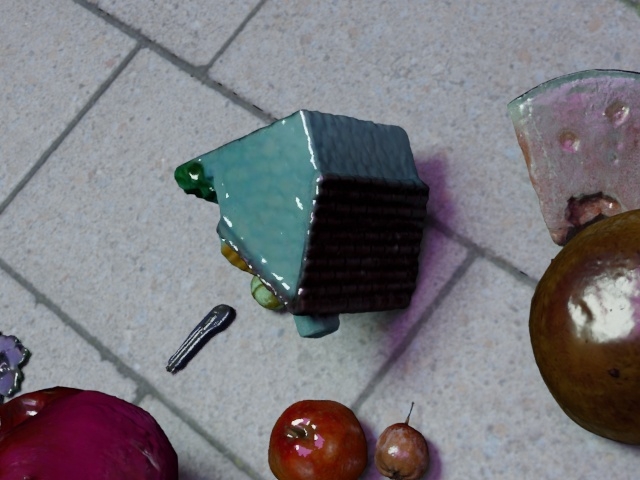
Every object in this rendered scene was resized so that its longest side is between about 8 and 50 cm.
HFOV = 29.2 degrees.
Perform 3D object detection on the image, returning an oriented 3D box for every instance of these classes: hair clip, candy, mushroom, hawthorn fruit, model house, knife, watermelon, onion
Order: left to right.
[{"bbox_3d":[-0.496,0.197,1.719,0.195,0.052,0.124,-35,64,-4],"label":"hair clip"},{"bbox_3d":[-0.257,0.389,1.415,0.420,0.398,0.398,27,73,-14],"label":"onion"},{"bbox_3d":[-0.161,0.131,1.639,0.121,0.018,0.031,-49,57,-4],"label":"knife"},{"bbox_3d":[-0.066,0.003,1.652,0.061,0.061,0.203,-15,53,14],"label":"candy"},{"bbox_3d":[-0.001,0.246,1.466,0.125,0.140,0.125,7,50,-9],"label":"hawthorn fruit"},{"bbox_3d":[0.000,0.000,1.514,0.230,0.280,0.249,-20,77,34],"label":"model house"},{"bbox_3d":[0.101,0.235,1.463,0.066,0.067,0.103,1,62,21],"label":"hawthorn fruit"},{"bbox_3d":[0.372,-0.081,1.493,0.318,0.148,0.226,25,94,15],"label":"watermelon"},{"bbox_3d":[0.365,0.095,1.344,0.283,0.195,0.263,5,87,16],"label":"mushroom"}]
